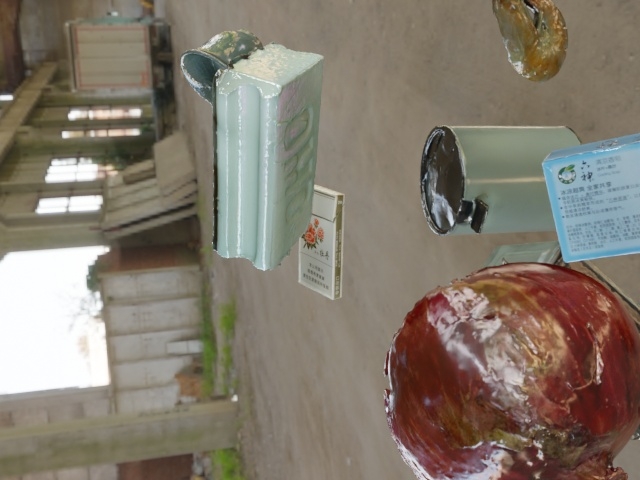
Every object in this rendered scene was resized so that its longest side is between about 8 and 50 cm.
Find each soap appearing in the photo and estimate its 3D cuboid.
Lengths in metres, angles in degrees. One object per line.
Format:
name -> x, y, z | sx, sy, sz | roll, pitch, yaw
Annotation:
soap -> -0.064, -0.103, 0.959 | 0.150, 0.094, 0.261 | -43, -35, -49

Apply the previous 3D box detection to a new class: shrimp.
shrimp -> 0.271, -0.293, 0.991 | 0.190, 0.101, 0.042 | 48, 169, -31

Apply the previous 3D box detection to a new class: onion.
onion -> 0.199, 0.155, 0.764 | 0.276, 0.276, 0.276 | 176, 90, -76

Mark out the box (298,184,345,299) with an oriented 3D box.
box -> 0.000, 0.000, 1.371 | 0.109, 0.029, 0.198 | 23, 118, 49

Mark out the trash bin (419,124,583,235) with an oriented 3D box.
trash bin -> 0.358, -0.120, 1.490 | 0.277, 0.263, 0.217 | -108, 21, -50

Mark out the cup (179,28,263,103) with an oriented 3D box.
cup -> -0.206, -0.416, 1.757 | 0.150, 0.199, 0.199 | -55, -1, -21

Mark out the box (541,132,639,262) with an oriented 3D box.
box -> 0.420, -0.064, 0.966 | 0.083, 0.232, 0.142 | -35, -69, -59

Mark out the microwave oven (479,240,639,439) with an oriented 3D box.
microwave oven -> 0.387, 0.161, 1.192 | 0.181, 0.295, 0.237 | -52, 10, -11
